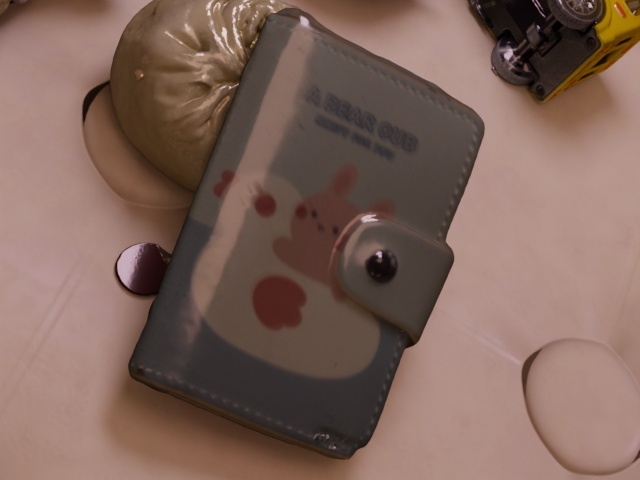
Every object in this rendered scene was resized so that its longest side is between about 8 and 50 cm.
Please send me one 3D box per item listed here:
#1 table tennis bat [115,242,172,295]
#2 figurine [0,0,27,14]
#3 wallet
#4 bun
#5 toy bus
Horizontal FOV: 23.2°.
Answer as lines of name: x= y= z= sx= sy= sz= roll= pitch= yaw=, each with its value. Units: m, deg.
table tennis bat: x=-0.146 y=0.023 z=1.414 sx=0.083 sy=0.007 sz=0.050 roll=-16 pitch=72 yaw=-30
figurine: x=-0.287 y=-0.287 z=1.436 sx=0.185 sy=0.204 sz=0.332 roll=54 pitch=26 yaw=9
wallet: x=0.000 y=0.000 z=1.391 sx=0.252 sy=0.083 sz=0.360 roll=26 pitch=79 yaw=-20
bun: x=-0.078 y=-0.151 z=1.462 sx=0.229 sy=0.145 sz=0.229 roll=14 pitch=55 yaw=-22
toy bus: x=0.218 y=-0.328 z=1.706 sx=0.152 sy=0.144 sz=0.330 roll=-24 pitch=78 yaw=-34
